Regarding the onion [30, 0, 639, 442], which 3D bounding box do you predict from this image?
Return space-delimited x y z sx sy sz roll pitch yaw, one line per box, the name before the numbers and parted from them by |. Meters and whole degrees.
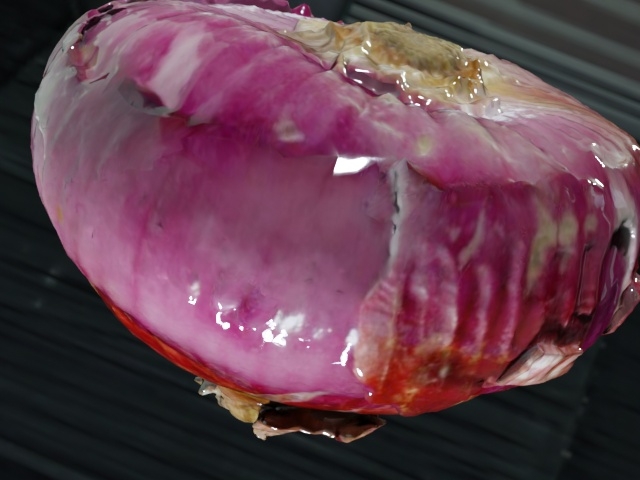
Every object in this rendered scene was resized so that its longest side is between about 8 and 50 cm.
onion | 0.000 0.000 0.548 0.163 0.230 0.230 -67 172 16
